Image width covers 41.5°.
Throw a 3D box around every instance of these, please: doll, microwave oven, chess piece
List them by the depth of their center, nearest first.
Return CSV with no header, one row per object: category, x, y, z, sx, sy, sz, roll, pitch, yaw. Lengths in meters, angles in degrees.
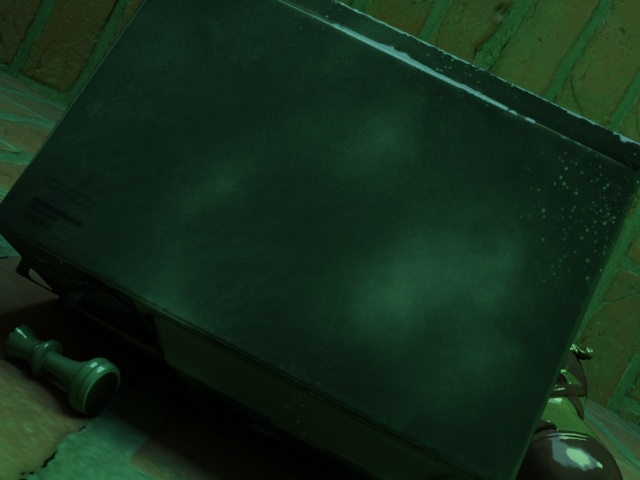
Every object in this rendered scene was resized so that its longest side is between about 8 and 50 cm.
chess piece,-0.195,0.090,0.623,0.093,0.042,0.042,25,3,22
microwave oven,0.000,0.000,0.754,0.432,0.374,0.236,27,-19,6
doll,0.238,0.224,0.951,0.196,0.152,0.255,2,36,-2
